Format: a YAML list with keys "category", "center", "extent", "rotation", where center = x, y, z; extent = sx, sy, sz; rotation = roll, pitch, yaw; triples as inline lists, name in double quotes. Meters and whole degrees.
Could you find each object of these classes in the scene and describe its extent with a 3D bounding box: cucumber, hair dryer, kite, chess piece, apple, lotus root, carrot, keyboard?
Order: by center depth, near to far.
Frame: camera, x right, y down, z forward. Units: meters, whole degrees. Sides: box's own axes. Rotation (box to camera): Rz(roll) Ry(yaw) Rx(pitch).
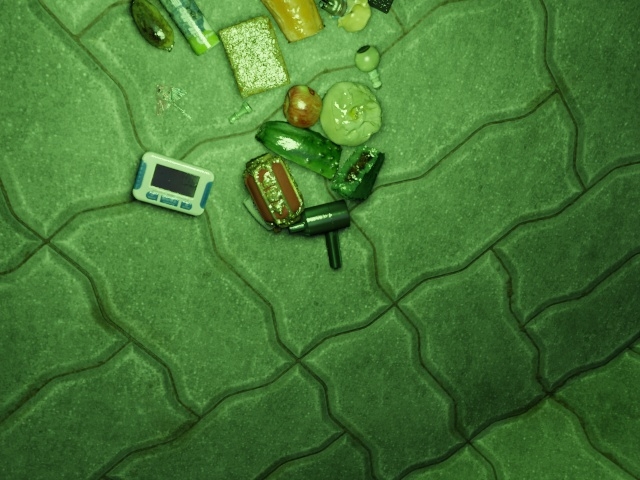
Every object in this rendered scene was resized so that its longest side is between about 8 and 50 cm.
- category: "lotus root"
  center: [-0.533, -0.682, 1.559]
  extent: [0.089, 0.080, 0.179]
  rotation: [-37, 114, 2]
- category: "carrot"
  center: [-0.112, -0.778, 1.587]
  extent: [0.196, 0.196, 0.254]
  rotation: [-29, 124, -2]
- category: "keyboard"
  center: [0.142, -0.873, 1.686]
  extent: [0.250, 0.017, 0.087]
  rotation: [21, 103, -21]
- category: "kite"
  center: [-0.508, -0.470, 1.689]
  extent: [0.137, 0.005, 0.152]
  rotation: [-36, 115, 4]
- category: "apple"
  center: [-0.061, -0.467, 1.729]
  extent: [0.131, 0.146, 0.146]
  rotation: [8, 109, -22]
- category: "chess piece"
  center: [-0.288, -0.447, 1.736]
  extent: [0.093, 0.042, 0.042]
  rotation: [-36, 115, 10]
- category: "cucumber"
  center: [-0.072, -0.344, 1.796]
  extent: [0.325, 0.105, 0.145]
  rotation: [22, 105, -18]
- category: "hair dryer"
  center: [0.000, 0.000, 1.953]
  extent: [0.244, 0.116, 0.302]
  rotation: [-14, 120, -6]

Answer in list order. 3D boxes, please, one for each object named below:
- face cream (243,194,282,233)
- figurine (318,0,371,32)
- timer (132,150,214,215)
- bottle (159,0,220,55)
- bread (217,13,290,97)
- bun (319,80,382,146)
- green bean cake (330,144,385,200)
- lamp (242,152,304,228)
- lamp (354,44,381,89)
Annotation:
- category: "face cream"
  center: [-0.216, -0.101, 1.879]
  extent: [0.072, 0.051, 0.182]
  rotation: [-45, 113, 2]
- category: "figurine"
  center: [0.078, -0.770, 1.640]
  extent: [0.196, 0.108, 0.114]
  rotation: [3, 119, -37]
- category: "timer"
  center: [-0.522, -0.204, 1.751]
  extent: [0.253, 0.078, 0.178]
  rotation: [17, 104, -20]
- category: "bottle"
  center: [-0.452, -0.752, 1.545]
  extent: [0.093, 0.093, 0.330]
  rotation: [-35, 115, 1]
- category: "bread"
  center: [-0.218, -0.616, 1.651]
  extent: [0.184, 0.110, 0.234]
  rotation: [-19, 112, -3]
- category: "bun"
  center: [0.114, -0.454, 1.773]
  extent: [0.239, 0.141, 0.239]
  rotation: [-4, 109, -13]
- category: "green bean cake"
  center: [0.140, -0.258, 1.831]
  extent: [0.107, 0.193, 0.208]
  rotation: [32, 105, 23]
- category: "lamp"
  center: [-0.169, -0.181, 1.785]
  extent: [0.177, 0.177, 0.274]
  rotation: [-27, 104, -2]
- category: "lamp"
  center: [0.184, -0.616, 1.766]
  extent: [0.091, 0.091, 0.163]
  rotation: [-32, 128, 0]
